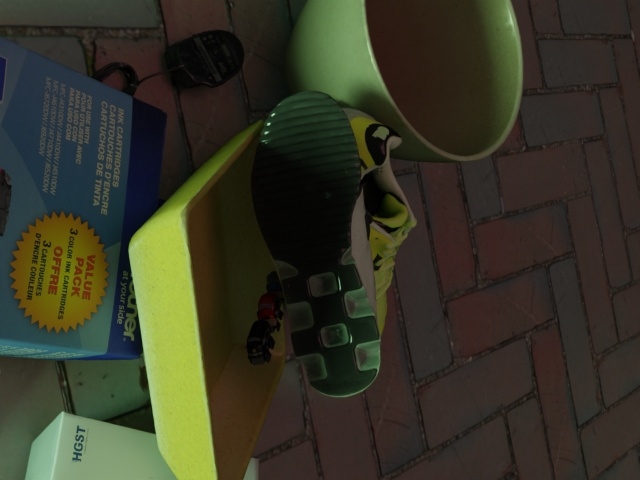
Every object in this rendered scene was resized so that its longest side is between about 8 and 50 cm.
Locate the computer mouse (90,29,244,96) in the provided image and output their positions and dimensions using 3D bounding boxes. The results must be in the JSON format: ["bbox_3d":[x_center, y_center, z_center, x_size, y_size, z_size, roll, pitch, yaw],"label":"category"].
[{"bbox_3d":[-0.191,-0.201,1.004,0.242,0.041,0.071,-29,95,-35],"label":"computer mouse"}]

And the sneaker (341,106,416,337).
[{"bbox_3d":[0.043,0.008,1.062,0.145,0.147,0.384,-47,138,-35],"label":"sneaker"}]

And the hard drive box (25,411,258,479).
[{"bbox_3d":[-0.182,0.297,0.833,0.232,0.089,0.181,21,46,-29],"label":"hard drive box"}]

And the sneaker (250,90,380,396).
[{"bbox_3d":[0.000,0.000,0.934,0.146,0.123,0.330,-31,114,-83],"label":"sneaker"}]

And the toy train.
[{"bbox_3d":[-0.058,0.078,0.911,0.158,0.027,0.036,-75,153,-59],"label":"toy train"}]

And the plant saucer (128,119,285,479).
[{"bbox_3d":[-0.115,0.067,0.884,0.333,0.081,0.332,-68,156,-67],"label":"plant saucer"}]

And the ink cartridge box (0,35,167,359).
[{"bbox_3d":[-0.297,-0.031,0.765,0.395,0.151,0.269,20,70,-55],"label":"ink cartridge box"}]

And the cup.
[{"bbox_3d":[0.088,-0.253,1.131,0.331,0.237,0.330,7,79,-44],"label":"cup"}]
